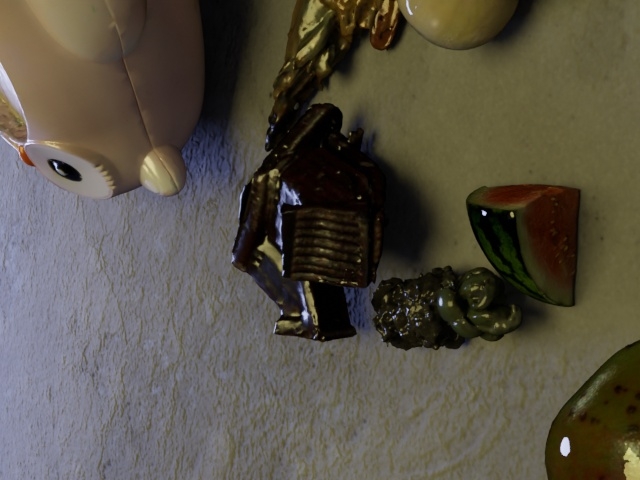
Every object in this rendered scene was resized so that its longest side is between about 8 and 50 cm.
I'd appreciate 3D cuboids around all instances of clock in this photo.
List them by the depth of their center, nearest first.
[{"bbox_3d":[-0.268,-0.236,1.286,0.368,0.250,0.376,18,139,57],"label":"clock"}]

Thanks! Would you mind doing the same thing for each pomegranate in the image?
[{"bbox_3d":[0.238,0.155,0.814,0.246,0.198,0.198,-158,71,-66],"label":"pomegranate"}]

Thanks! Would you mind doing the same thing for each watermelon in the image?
[{"bbox_3d":[0.169,-0.020,0.977,0.094,0.125,0.135,-40,37,8],"label":"watermelon"}]

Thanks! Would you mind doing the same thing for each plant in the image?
[{"bbox_3d":[0.111,0.059,1.031,0.085,0.087,0.174,52,150,-15],"label":"plant"}]

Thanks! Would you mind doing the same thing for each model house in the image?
[{"bbox_3d":[0.006,0.001,1.125,0.164,0.141,0.203,37,137,28],"label":"model house"}]

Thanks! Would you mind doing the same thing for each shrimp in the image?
[{"bbox_3d":[0.002,-0.179,1.155,0.117,0.066,0.262,45,125,38],"label":"shrimp"}]

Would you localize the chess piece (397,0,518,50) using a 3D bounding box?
[{"bbox_3d":[0.148,-0.270,0.947,0.142,0.143,0.261,60,138,28],"label":"chess piece"}]
